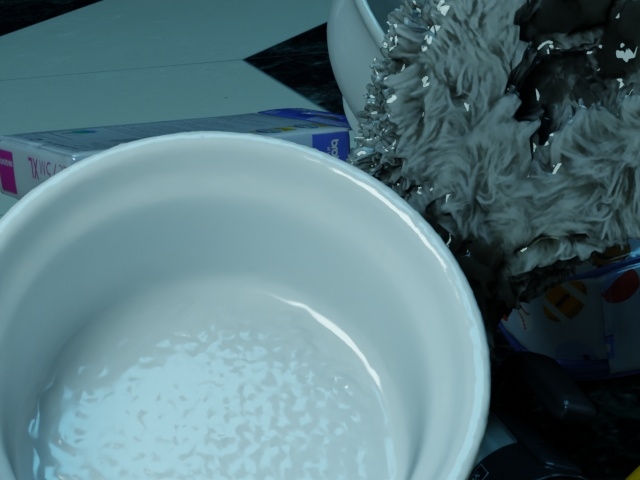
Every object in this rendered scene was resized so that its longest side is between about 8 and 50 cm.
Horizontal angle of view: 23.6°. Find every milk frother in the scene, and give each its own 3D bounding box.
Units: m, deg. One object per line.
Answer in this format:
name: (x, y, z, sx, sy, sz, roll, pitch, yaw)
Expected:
milk frother: (0.157, 0.155, 0.976, 0.143, 0.129, 0.135, 33, 7, -22)

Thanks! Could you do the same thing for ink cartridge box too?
ink cartridge box: (-0.108, -0.072, 1.354, 0.311, 0.065, 0.186, -10, 14, -29)

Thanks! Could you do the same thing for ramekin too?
ramekin: (-0.057, 0.090, 0.820, 0.277, 0.135, 0.277, 3, 58, -4)

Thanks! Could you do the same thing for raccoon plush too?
raccoon plush: (0.082, -0.056, 1.071, 0.446, 0.216, 0.299, -44, 7, 4)

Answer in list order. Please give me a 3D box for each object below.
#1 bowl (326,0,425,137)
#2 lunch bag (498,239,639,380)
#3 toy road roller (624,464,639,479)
bowl: (0.112, -0.135, 1.312, 0.134, 0.298, 0.298, -47, -7, 37)
lunch bag: (0.287, 0.012, 1.272, 0.303, 0.115, 0.243, -10, 17, -7)
toy road roller: (0.126, 0.187, 0.658, 0.329, 0.240, 0.202, 9, 25, 37)
